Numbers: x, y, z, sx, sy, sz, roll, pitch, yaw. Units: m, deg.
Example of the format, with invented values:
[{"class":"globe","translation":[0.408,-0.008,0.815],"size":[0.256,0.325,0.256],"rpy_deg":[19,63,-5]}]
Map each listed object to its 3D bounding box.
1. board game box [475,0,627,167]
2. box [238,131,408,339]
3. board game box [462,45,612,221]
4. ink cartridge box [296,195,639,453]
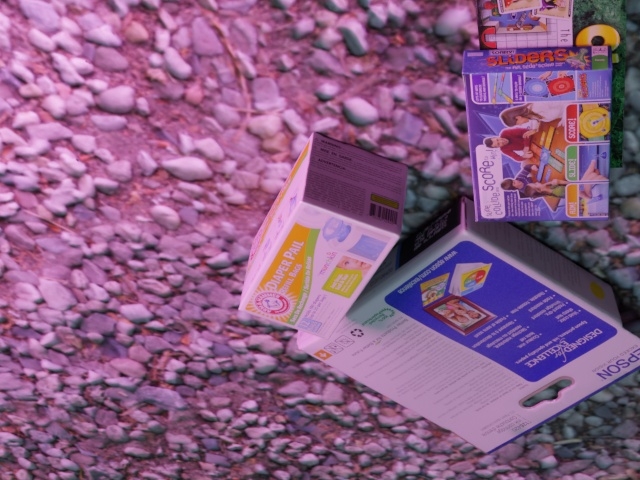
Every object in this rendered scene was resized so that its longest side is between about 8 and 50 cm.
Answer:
[{"class":"board game box","translation":[0.219,-0.166,1.181],"size":[0.136,0.030,0.260],"rpy_deg":[-3,138,11]},{"class":"box","translation":[0.000,0.000,1.350],"size":[0.114,0.103,0.203],"rpy_deg":[19,138,-11]},{"class":"board game box","translation":[0.211,-0.098,1.211],"size":[0.136,0.035,0.201],"rpy_deg":[0,138,11]},{"class":"ink cartridge box","translation":[0.183,0.110,1.473],"size":[0.307,0.072,0.303],"rpy_deg":[29,134,-24]}]
